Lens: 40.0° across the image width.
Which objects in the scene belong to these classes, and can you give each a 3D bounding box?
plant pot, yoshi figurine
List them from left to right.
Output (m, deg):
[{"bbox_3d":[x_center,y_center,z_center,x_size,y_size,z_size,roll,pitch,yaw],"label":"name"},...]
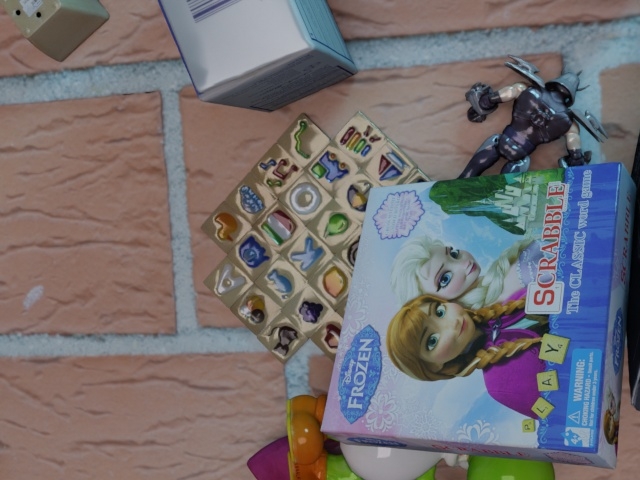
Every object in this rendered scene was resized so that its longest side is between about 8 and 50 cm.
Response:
[{"bbox_3d":[-0.394,-0.336,1.265,0.109,0.096,0.109,-37,86,14],"label":"plant pot"},{"bbox_3d":[0.142,0.282,1.114,0.362,0.203,0.203,-4,77,-5],"label":"yoshi figurine"}]

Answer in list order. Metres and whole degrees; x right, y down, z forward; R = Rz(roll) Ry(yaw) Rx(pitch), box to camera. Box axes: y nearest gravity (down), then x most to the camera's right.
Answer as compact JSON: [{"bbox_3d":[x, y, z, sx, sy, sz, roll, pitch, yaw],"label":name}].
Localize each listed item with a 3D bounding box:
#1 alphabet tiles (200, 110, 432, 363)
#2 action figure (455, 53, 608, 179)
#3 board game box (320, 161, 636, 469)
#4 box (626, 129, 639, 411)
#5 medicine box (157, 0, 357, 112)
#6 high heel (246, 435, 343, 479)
[{"bbox_3d":[0.000,0.000,1.248,0.285,0.011,0.342,44,103,5],"label":"alphabet tiles"},{"bbox_3d":[0.241,-0.113,1.137,0.185,0.099,0.285,41,95,14],"label":"action figure"},{"bbox_3d":[0.174,0.078,0.981,0.318,0.066,0.318,-5,62,34],"label":"board game box"},{"bbox_3d":[0.442,-0.040,0.899,0.212,0.395,0.293,9,119,14],"label":"box"},{"bbox_3d":[-0.090,-0.311,1.094,0.149,0.289,0.263,-23,90,13],"label":"medicine box"},{"bbox_3d":[0.029,0.451,1.227,0.181,0.127,0.377,-17,77,5],"label":"high heel"}]
